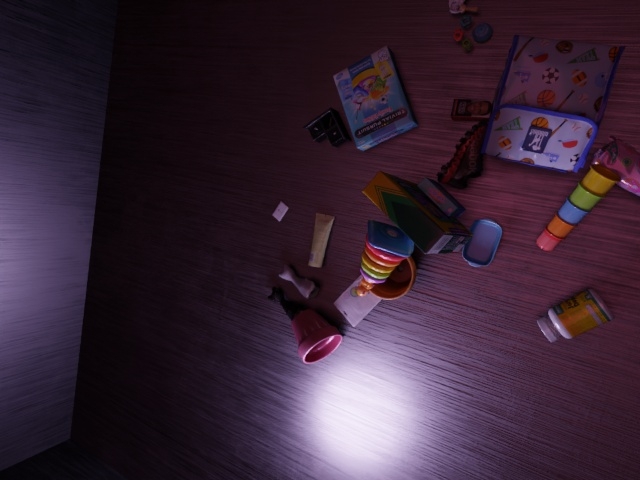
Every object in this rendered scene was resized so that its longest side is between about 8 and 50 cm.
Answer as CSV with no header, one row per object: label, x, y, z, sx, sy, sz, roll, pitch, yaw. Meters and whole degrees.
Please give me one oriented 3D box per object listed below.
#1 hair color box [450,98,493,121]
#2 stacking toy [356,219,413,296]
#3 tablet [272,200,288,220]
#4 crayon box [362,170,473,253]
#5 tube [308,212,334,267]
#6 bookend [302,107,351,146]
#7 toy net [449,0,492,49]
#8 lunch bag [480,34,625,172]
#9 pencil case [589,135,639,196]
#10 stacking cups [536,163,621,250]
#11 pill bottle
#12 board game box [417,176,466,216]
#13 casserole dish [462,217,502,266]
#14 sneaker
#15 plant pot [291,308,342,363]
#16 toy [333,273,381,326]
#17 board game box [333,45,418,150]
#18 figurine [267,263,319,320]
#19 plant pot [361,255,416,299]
hair color box,0.569,-0.490,1.579,0.141,0.043,0.071,10,88,26
stacking toy,0.204,0.093,1.537,0.166,0.175,0.301,18,121,-6
tablet,-0.192,-0.140,2.009,0.054,0.006,0.083,42,109,20
crayon box,0.359,-0.093,1.511,0.313,0.363,0.106,48,113,25
tube,0.000,0.000,1.893,0.070,0.062,0.239,10,93,-17
bookend,0.029,-0.468,1.845,0.157,0.072,0.156,-28,80,26
toy net,0.541,-0.831,1.585,0.122,0.045,0.232,-33,76,26
lunch bag,0.740,-0.440,1.387,0.328,0.239,0.384,17,103,18
pencil case,1.009,-0.211,1.328,0.284,0.124,0.124,42,109,20
stacking cups,0.838,-0.091,1.387,0.096,0.096,0.316,35,129,21
pill bottle,0.858,0.260,1.428,0.208,0.118,0.117,-37,76,24
board game box,0.454,-0.158,1.564,0.047,0.210,0.160,-47,73,21
casserole dish,0.611,0.007,1.589,0.114,0.037,0.188,20,102,25
sneaker,0.559,-0.309,1.570,0.135,0.097,0.276,33,93,0
plant pot,-0.032,0.410,1.860,0.201,0.201,0.180,-50,55,20
toy,0.186,0.238,1.806,0.237,0.056,0.137,-49,68,15
board game box,0.224,-0.580,1.737,0.254,0.079,0.335,-21,82,26
figurine,-0.134,0.239,1.956,0.210,0.092,0.214,33,105,26
plant pot,0.293,0.118,1.671,0.205,0.188,0.204,2,94,27
